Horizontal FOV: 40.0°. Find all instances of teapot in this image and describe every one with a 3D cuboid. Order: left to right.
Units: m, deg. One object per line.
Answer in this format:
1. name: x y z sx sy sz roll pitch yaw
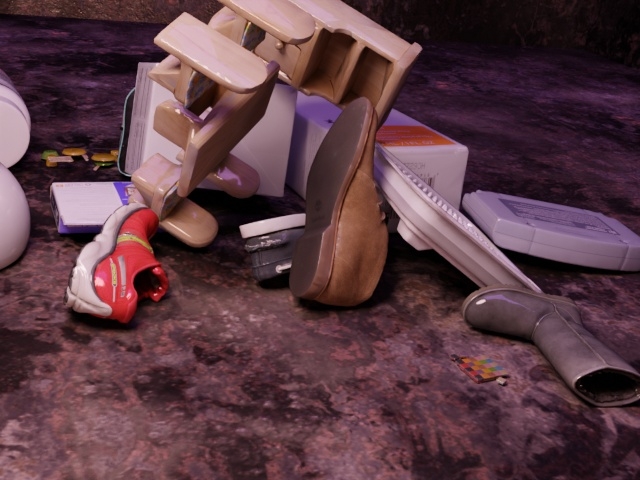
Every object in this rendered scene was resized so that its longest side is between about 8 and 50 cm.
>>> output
1. teapot: -0.541 -0.066 1.259 0.256 0.187 0.252 22 27 32

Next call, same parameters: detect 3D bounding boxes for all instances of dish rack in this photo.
1. dish rack: 0.186 -0.018 1.356 0.285 0.072 0.333 37 11 -23

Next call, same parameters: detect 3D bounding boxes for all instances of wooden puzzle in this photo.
1. wooden puzzle: 0.206 0.164 1.126 0.049 0.006 0.083 -5 24 -27

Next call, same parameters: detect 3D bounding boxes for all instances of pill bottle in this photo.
1. pill bottle: -0.649 -0.239 1.693 0.161 0.161 0.283 -5 25 -25

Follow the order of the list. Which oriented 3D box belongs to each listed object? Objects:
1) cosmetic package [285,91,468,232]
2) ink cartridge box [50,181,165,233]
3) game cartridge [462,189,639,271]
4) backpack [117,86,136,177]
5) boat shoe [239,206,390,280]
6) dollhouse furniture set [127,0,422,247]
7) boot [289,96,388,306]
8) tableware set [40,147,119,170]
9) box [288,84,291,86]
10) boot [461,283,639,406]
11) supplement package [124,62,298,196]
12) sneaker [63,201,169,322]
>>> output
1. cosmetic package: 0.064 -0.168 1.709 0.230 0.161 0.453 -5 24 -25
2. ink cartridge box: -0.332 -0.047 1.453 0.206 0.045 0.208 -2 21 -21
3. game cartridge: 0.410 -0.016 1.523 0.294 0.060 0.196 10 16 -13
4. backpack: -0.299 -0.219 1.699 0.166 0.188 0.144 7 22 3
5. boat shoe: 0.000 0.000 1.376 0.302 0.091 0.114 -10 1 -40
6. dollhouse furniture set: -0.062 -0.201 1.332 0.256 0.362 0.394 33 52 6
7. boot: 0.046 -0.053 1.272 0.115 0.305 0.112 18 -10 -26
8. tableware set: -0.470 -0.161 1.739 0.154 0.024 0.104 -6 22 -25
9. box: 0.033 -0.315 2.136 0.207 0.108 0.153 -2 24 -20
10. boot: 0.298 0.138 1.150 0.189 0.076 0.208 1 29 -6
11. supplement package: -0.198 -0.199 1.579 0.262 0.204 0.145 5 8 -26
12. sneaker: -0.265 0.039 1.229 0.118 0.107 0.279 24 25 -5
